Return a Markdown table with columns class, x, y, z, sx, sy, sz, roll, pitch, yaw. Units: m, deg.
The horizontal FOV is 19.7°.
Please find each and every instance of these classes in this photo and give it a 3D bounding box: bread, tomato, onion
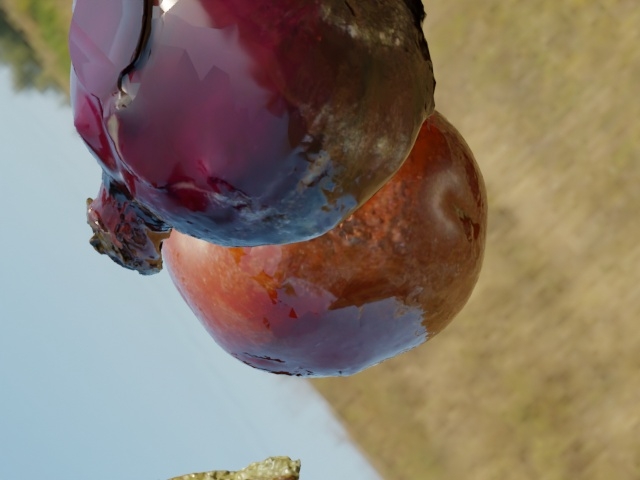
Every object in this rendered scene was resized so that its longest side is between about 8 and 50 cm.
| class | x | y | z | sx | sy | sz | roll | pitch | yaw |
| --- | --- | --- | --- | --- | --- | --- | --- | --- | --- |
| bread | -0.074 | 0.268 | 1.669 | 0.054 | 0.154 | 0.136 | -54 | -50 | -70 |
| tomato | -0.001 | 0.002 | 1.283 | 0.232 | 0.232 | 0.189 | 42 | -144 | -54 |
| onion | -0.057 | -0.062 | 0.791 | 0.135 | 0.198 | 0.173 | 22 | -151 | -44 |
